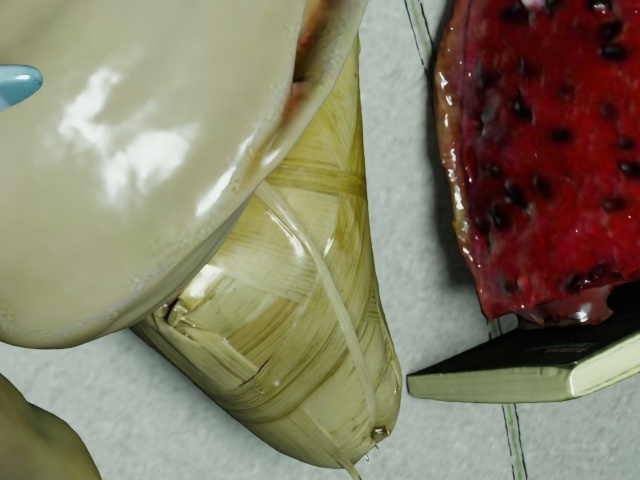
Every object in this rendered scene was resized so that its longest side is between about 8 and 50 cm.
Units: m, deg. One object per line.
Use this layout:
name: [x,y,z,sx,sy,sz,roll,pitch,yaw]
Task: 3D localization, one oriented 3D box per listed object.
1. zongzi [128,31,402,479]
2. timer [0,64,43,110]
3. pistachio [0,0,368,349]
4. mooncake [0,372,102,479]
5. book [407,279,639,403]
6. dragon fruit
zongzi: [0.000,0.000,0.924,0.197,0.099,0.194,-53,132,-15]
timer: [-0.246,-0.018,0.617,0.175,0.255,0.175,8,90,-66]
pistachio: [-0.078,-0.090,0.745,0.166,0.197,0.288,46,58,-46]
mooncake: [-0.229,0.158,0.769,0.290,0.161,0.290,-16,120,-30]
book: [0.181,0.043,1.044,0.228,0.160,0.024,-22,96,-29]
dragon fruit: [0.238,-0.058,0.985,0.330,0.240,0.302,6,129,-33]
